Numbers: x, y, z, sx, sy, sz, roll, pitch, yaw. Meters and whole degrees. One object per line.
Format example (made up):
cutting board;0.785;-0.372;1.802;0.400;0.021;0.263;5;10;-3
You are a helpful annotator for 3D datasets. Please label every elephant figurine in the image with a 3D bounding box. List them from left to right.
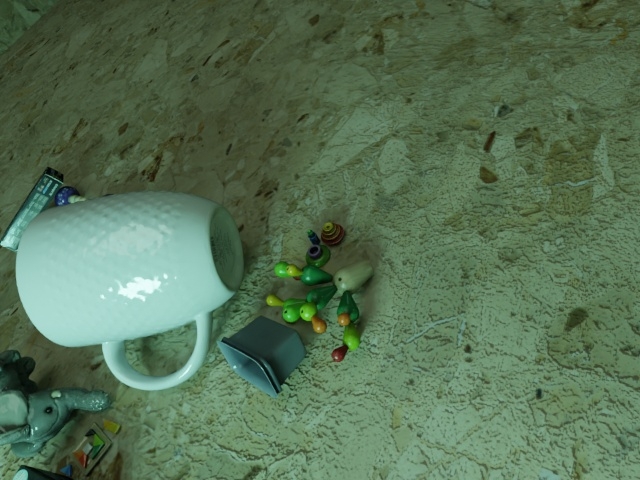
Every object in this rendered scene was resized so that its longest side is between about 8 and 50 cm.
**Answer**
elephant figurine;-0.556;0.326;0.870;0.239;0.169;0.186;28;100;21

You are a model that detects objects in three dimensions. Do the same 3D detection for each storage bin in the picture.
storage bin;-0.090;0.190;0.780;0.091;0.098;0.135;-39;32;-30

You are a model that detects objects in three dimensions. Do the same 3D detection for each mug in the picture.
mug;-0.320;0.089;0.874;0.328;0.276;0.374;-10;82;10

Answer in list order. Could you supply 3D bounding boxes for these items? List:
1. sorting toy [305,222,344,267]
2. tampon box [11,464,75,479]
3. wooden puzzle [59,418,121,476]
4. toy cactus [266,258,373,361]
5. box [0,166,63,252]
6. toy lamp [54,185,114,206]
sorting toy;0.000;0.000;0.907;0.061;0.042;0.102;25;70;37
tampon box;-0.427;0.450;0.737;0.161;0.101;0.120;4;58;28
wooden puzzle;-0.421;0.377;0.846;0.078;0.014;0.116;15;64;33
toy cactus;0.017;0.099;0.806;0.180;0.112;0.219;-30;43;-23
box;-0.787;-0.092;1.274;0.220;0.051;0.175;-58;31;-3
toy lamp;-0.607;-0.096;1.242;0.274;0.080;0.080;11;62;31
